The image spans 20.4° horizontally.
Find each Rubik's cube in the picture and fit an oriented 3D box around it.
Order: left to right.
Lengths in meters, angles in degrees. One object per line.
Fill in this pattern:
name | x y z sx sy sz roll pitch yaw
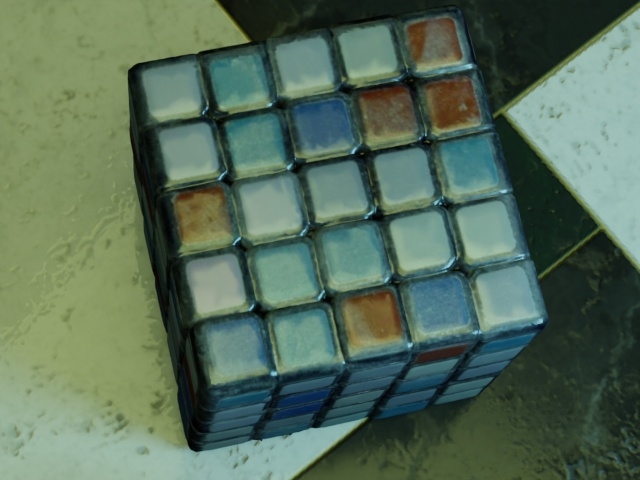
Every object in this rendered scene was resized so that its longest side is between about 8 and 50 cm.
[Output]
Rubik's cube | 0.000 0.000 1.524 0.292 0.293 0.287 -12 76 -7
